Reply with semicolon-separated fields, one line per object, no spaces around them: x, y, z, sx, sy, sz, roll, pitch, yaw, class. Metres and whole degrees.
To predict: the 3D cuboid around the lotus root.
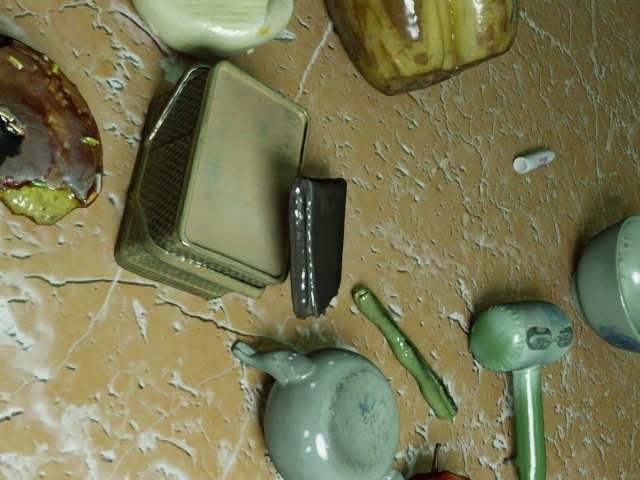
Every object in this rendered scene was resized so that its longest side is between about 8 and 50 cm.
0.179;-0.365;1.234;0.316;0.316;0.249;-32;110;-43;lotus root

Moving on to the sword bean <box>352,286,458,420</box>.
0.131;0.173;1.211;0.269;0.038;0.043;53;24;-20;sword bean

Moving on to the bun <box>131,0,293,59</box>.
-0.140;-0.346;1.024;0.230;0.145;0.229;-1;95;-13;bun

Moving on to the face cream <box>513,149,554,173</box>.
0.437;-0.163;1.592;0.130;0.034;0.034;-21;94;-45;face cream

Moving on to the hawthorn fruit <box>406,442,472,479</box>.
0.176;0.388;1.117;0.157;0.157;0.193;7;69;-43;hawthorn fruit

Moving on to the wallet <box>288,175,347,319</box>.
0.000;0.000;0.997;0.309;0.042;0.165;-32;125;-81;wallet

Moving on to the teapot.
0.010;0.237;1.018;0.294;0.130;0.193;55;49;-21;teapot

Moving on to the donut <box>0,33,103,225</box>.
-0.343;-0.098;0.789;0.230;0.096;0.216;-38;103;-42;donut

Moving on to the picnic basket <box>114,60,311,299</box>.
-0.127;-0.069;0.955;0.165;0.139;0.266;25;63;-37;picnic basket

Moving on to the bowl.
0.609;0.100;1.608;0.289;0.146;0.289;15;67;-42;bowl

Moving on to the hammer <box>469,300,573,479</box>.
0.352;0.272;1.353;0.207;0.119;0.335;2;84;-43;hammer
